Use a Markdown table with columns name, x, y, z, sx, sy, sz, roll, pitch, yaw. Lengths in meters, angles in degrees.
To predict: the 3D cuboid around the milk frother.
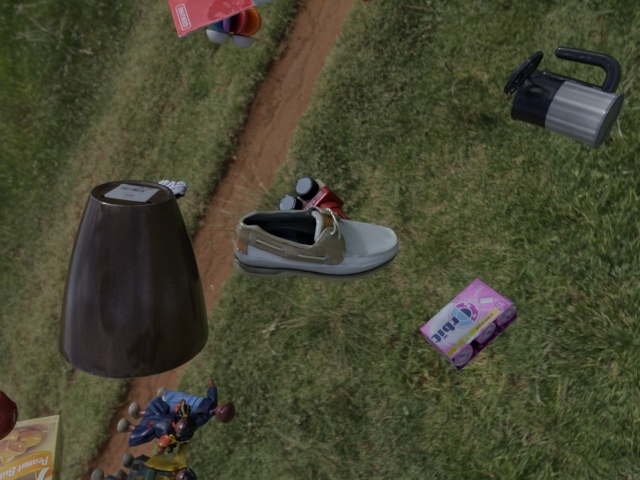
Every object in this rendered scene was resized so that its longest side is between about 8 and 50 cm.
| name | x | y | z | sx | sy | sz | roll | pitch | yaw |
| --- | --- | --- | --- | --- | --- | --- | --- | --- | --- |
| milk frother | 0.347 | -0.204 | 0.742 | 0.134 | 0.143 | 0.129 | 31 | 136 | 32 |

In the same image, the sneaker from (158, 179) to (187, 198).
| name | x | y | z | sx | sy | sz | roll | pitch | yaw |
| --- | --- | --- | --- | --- | --- | --- | --- | --- | --- |
| sneaker | -0.468 | -0.151 | 1.606 | 0.098 | 0.038 | 0.069 | 0 | 64 | 9 |

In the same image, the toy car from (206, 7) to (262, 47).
| name | x | y | z | sx | sy | sz | roll | pitch | yaw |
| --- | --- | --- | --- | --- | --- | --- | --- | --- | --- |
| toy car | -0.266 | -0.674 | 1.559 | 0.136 | 0.182 | 0.159 | -110 | 29 | -63 |

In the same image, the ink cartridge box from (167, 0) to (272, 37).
| name | x | y | z | sx | sy | sz | roll | pitch | yaw |
| --- | --- | --- | --- | --- | --- | --- | --- | --- | --- |
| ink cartridge box | -0.142 | -0.478 | 0.820 | 0.261 | 0.066 | 0.296 | -22 | 59 | -1 |

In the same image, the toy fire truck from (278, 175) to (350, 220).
| name | x | y | z | sx | sy | sz | roll | pitch | yaw |
| --- | --- | --- | --- | --- | --- | --- | --- | --- | --- |
| toy fire truck | 0.000 | 0.000 | 1.264 | 0.217 | 0.158 | 0.246 | -47 | 49 | 5 |

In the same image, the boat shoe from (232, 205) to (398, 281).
| name | x | y | z | sx | sy | sz | roll | pitch | yaw |
| --- | --- | --- | --- | --- | --- | --- | --- | --- | --- |
| boat shoe | 0.000 | 0.001 | 0.899 | 0.103 | 0.302 | 0.113 | 99 | 161 | -44 |

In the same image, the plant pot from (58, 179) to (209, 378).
| name | x | y | z | sx | sy | sz | roll | pitch | yaw |
| --- | --- | --- | --- | --- | --- | --- | --- | --- | --- |
| plant pot | -0.268 | 0.038 | 0.743 | 0.215 | 0.215 | 0.230 | 23 | 118 | 33 |

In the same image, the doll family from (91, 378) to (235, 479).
| name | x | y | z | sx | sy | sz | roll | pitch | yaw |
| --- | --- | --- | --- | --- | --- | --- | --- | --- | --- |
| doll family | -0.175 | 0.238 | 0.596 | 0.111 | 0.076 | 0.193 | -3 | 48 | 23 |

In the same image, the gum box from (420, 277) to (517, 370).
| name | x | y | z | sx | sy | sz | roll | pitch | yaw |
| --- | --- | --- | --- | --- | --- | --- | --- | --- | --- |
| gum box | 0.330 | 0.180 | 1.133 | 0.188 | 0.062 | 0.107 | -41 | 41 | -5 |

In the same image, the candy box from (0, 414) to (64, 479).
| name | x | y | z | sx | sy | sz | roll | pitch | yaw |
| --- | --- | --- | --- | --- | --- | --- | --- | --- | --- |
| candy box | -0.609 | 0.499 | 0.992 | 0.316 | 0.182 | 0.088 | -123 | 34 | -54 |

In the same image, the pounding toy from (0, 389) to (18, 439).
| name | x | y | z | sx | sy | sz | roll | pitch | yaw |
| --- | --- | --- | --- | --- | --- | --- | --- | --- | --- |
| pounding toy | -0.365 | 0.146 | 0.448 | 0.110 | 0.183 | 0.237 | -31 | 98 | 2 |
